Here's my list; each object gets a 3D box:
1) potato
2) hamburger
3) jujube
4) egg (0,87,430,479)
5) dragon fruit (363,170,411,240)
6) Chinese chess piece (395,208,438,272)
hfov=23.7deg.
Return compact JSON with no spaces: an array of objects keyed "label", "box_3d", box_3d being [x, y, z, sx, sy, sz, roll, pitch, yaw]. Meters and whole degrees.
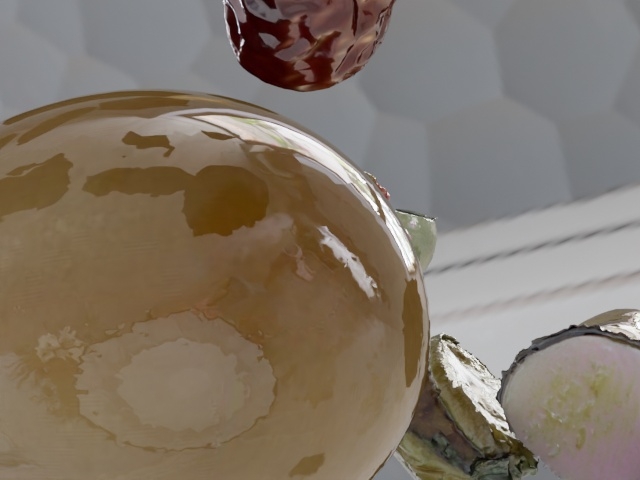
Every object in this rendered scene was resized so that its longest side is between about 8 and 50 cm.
[{"label":"potato","box_3d":[0.356,0.186,1.825,0.229,0.229,0.266,-14,177,29]},{"label":"hamburger","box_3d":[0.151,0.214,1.884,0.132,0.211,0.309,-47,-168,14]},{"label":"jujube","box_3d":[-0.007,-0.153,0.774,0.109,0.176,0.112,26,-125,12]},{"label":"egg","box_3d":[-0.118,0.054,0.957,0.373,0.301,0.301,4,-156,-2]},{"label":"dragon fruit","box_3d":[0.000,0.000,1.566,0.172,0.167,0.160,10,-169,22]},{"label":"Chinese chess piece","box_3d":[0.050,-0.010,1.876,0.188,0.083,0.188,14,-179,0]}]
